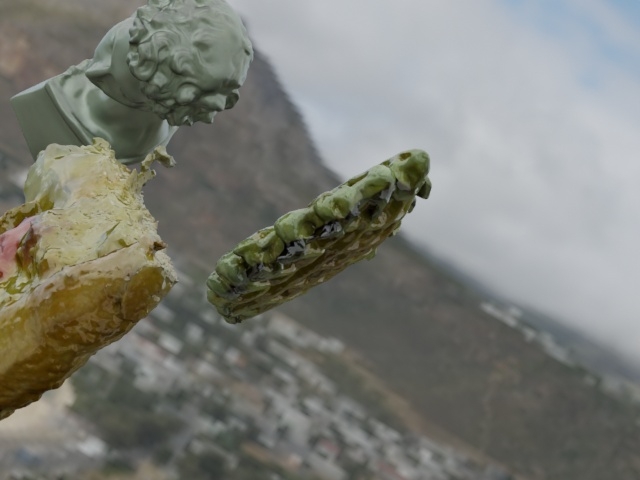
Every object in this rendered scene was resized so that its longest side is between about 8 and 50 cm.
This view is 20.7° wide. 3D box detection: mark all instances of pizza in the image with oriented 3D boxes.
[{"bbox_3d":[-0.195,0.013,1.173,0.075,0.280,0.287,45,26,-23],"label":"pizza"}]

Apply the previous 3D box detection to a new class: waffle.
[{"bbox_3d":[0.000,0.000,1.486,0.054,0.214,0.208,60,-12,9],"label":"waffle"}]

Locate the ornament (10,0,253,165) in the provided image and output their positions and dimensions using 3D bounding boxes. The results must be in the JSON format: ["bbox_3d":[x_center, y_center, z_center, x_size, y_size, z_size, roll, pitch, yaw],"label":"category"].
[{"bbox_3d":[-0.159,-0.133,1.529,0.120,0.130,0.285,57,-33,-5],"label":"ornament"}]
